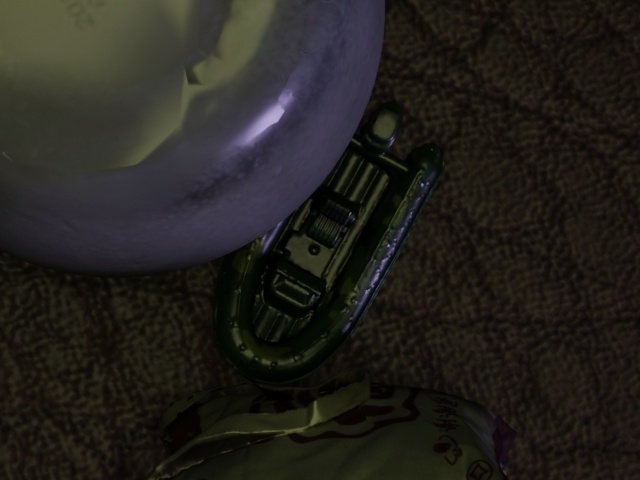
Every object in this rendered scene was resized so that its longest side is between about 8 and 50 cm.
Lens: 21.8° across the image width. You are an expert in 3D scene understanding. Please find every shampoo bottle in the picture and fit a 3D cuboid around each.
[{"bbox_3d":[-0.119,-0.140,0.983,0.322,0.317,0.323,0,86,-6],"label":"shampoo bottle"}]

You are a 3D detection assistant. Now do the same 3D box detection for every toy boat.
[{"bbox_3d":[0.000,0.000,1.119,0.104,0.052,0.210,30,85,-5],"label":"toy boat"}]

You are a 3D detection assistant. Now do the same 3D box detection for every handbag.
[{"bbox_3d":[0.009,0.141,1.024,0.235,0.213,0.127,0,101,3],"label":"handbag"}]

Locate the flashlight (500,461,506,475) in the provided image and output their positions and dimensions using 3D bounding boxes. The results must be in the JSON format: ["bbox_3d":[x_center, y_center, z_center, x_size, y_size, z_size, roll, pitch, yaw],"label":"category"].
[{"bbox_3d":[0.122,0.185,1.129,0.057,0.035,0.121,-27,90,-6],"label":"flashlight"}]
